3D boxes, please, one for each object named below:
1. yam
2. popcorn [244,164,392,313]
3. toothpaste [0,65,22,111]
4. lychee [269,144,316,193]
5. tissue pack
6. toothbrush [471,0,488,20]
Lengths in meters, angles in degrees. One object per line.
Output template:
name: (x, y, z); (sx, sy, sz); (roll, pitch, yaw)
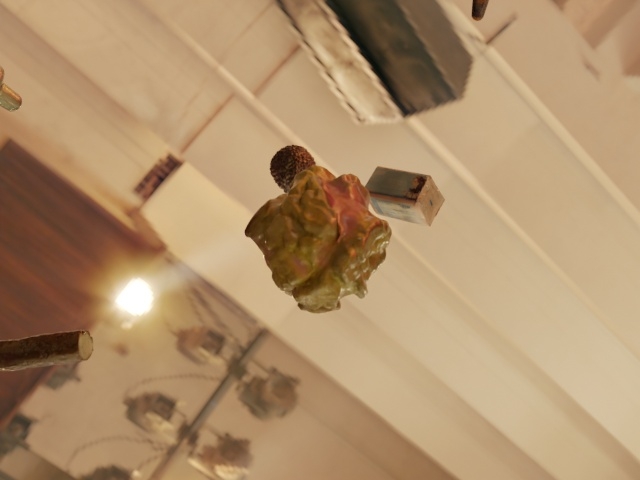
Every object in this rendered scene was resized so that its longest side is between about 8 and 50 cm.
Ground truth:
yam: (-0.496, 0.186, 1.971); (0.252, 0.061, 0.061); (-8, -139, 8)
popcorn: (0.000, 0.000, 1.141); (0.126, 0.126, 0.145); (-21, -131, 26)
toothpaste: (-0.330, -0.170, 0.946); (0.038, 0.233, 0.060); (-7, -126, 50)
lychee: (-0.038, -0.096, 1.654); (0.083, 0.067, 0.068); (103, 6, -58)
tissue pack: (0.119, -0.065, 1.746); (0.094, 0.074, 0.059); (14, -115, 33)
toothbrush: (0.231, -0.435, 1.530); (0.031, 0.023, 0.321); (-8, 110, -76)
